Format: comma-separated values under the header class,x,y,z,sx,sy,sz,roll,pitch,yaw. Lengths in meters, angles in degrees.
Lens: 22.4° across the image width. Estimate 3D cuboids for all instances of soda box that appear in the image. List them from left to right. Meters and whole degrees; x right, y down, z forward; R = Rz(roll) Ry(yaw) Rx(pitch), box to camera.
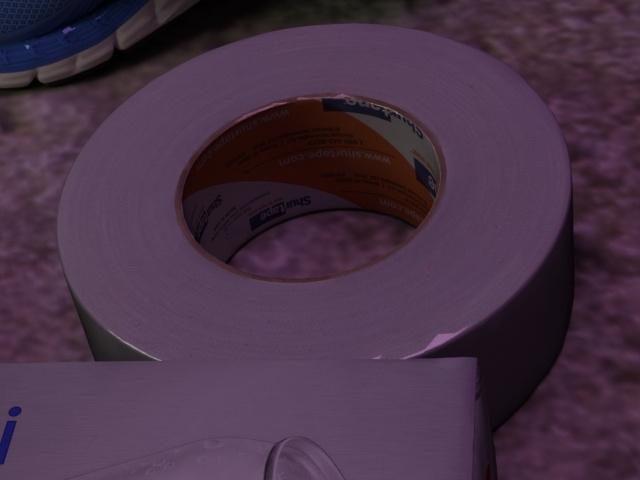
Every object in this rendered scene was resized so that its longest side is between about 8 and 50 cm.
class,x,y,z,sx,sy,sz,roll,pitch,yaw
soda box,-0.080,0.107,0.596,0.286,0.091,0.098,-1,46,10

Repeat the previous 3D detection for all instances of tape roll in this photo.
class,x,y,z,sx,sy,sz,roll,pitch,yaw
tape roll,0.000,0.000,0.703,0.219,0.072,0.219,-5,44,5

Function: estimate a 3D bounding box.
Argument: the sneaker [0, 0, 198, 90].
class,x,y,z,sx,sy,sz,roll,pitch,yaw
sneaker,-0.103,-0.193,0.841,0.330,0.147,0.130,-22,43,12
